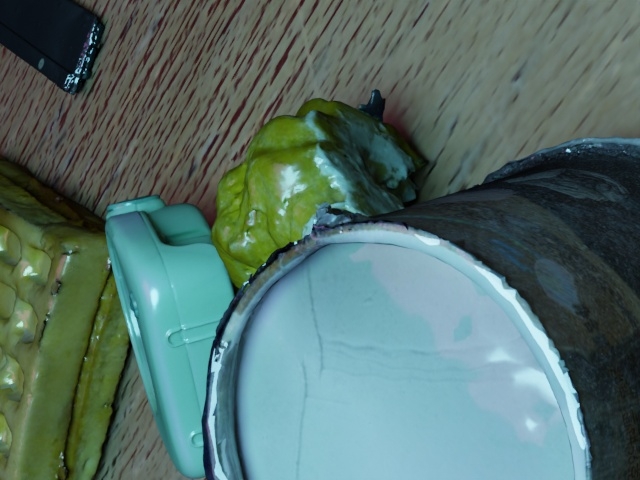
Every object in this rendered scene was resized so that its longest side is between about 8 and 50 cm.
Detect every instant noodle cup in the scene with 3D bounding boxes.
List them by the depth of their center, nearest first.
[{"bbox_3d":[0.079,0.067,0.602,0.217,0.207,0.217,5,99,36],"label":"instant noodle cup"}]

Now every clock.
[{"bbox_3d":[-0.096,0.043,0.948,0.211,0.066,0.159,-124,22,-59],"label":"clock"}]

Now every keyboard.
[{"bbox_3d":[-0.251,-0.192,1.263,0.231,0.023,0.072,35,106,48],"label":"keyboard"}]

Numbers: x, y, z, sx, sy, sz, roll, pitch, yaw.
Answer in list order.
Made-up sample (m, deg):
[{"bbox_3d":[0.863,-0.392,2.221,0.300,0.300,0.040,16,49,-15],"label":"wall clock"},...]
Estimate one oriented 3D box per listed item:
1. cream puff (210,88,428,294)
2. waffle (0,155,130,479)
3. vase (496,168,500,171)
[{"bbox_3d":[-0.001,0.001,0.813,0.156,0.121,0.156,-47,35,49],"label":"cream puff"},{"bbox_3d":[-0.264,0.056,1.190,0.328,0.098,0.224,27,108,49],"label":"waffle"},{"bbox_3d":[0.074,0.064,0.772,0.060,0.060,0.211,48,122,44],"label":"vase"}]
